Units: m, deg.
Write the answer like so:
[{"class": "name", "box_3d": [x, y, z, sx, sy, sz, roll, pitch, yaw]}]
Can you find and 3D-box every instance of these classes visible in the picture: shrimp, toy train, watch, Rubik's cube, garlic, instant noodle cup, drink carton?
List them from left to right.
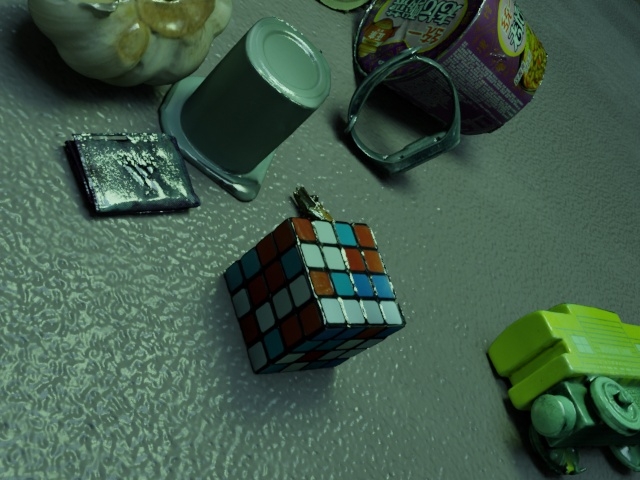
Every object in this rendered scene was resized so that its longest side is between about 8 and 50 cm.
[{"class": "garlic", "box_3d": [-0.255, -0.296, 1.109, 0.203, 0.184, 0.281, 31, 49, 30]}, {"class": "drink carton", "box_3d": [-0.101, -0.198, 1.173, 0.191, 0.189, 0.185, 38, 45, -17]}, {"class": "Rubik's cube", "box_3d": [-0.008, 0.075, 1.074, 0.154, 0.151, 0.155, 4, 58, -43]}, {"class": "shrimp", "box_3d": [0.000, 0.000, 1.244, 0.099, 0.041, 0.180, -19, 76, -36]}, {"class": "watch", "box_3d": [0.140, -0.222, 1.436, 0.193, 0.206, 0.068, 63, 11, -15]}, {"class": "instant noodle cup", "box_3d": [0.274, -0.382, 1.612, 0.266, 0.340, 0.339, 33, 41, -35]}, {"class": "toy train", "box_3d": [0.486, 0.252, 1.439, 0.442, 0.179, 0.272, 12, 45, -40]}]

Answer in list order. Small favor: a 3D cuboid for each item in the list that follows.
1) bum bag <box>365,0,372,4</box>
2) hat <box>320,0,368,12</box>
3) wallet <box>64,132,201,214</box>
[{"class": "bum bag", "box_3d": [0.006, -0.608, 1.679, 0.340, 0.095, 0.144, 17, 77, -36]}, {"class": "hat", "box_3d": [0.080, -0.580, 1.614, 0.252, 0.110, 0.252, -9, 106, -34]}, {"class": "wallet", "box_3d": [-0.240, -0.085, 1.061, 0.166, 0.030, 0.111, -6, 70, -47]}]
